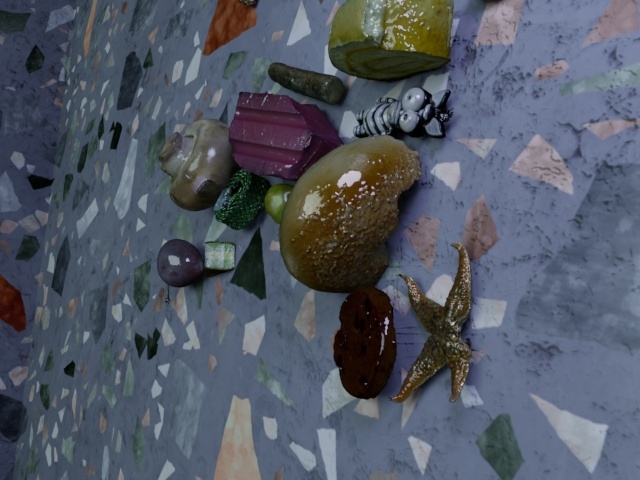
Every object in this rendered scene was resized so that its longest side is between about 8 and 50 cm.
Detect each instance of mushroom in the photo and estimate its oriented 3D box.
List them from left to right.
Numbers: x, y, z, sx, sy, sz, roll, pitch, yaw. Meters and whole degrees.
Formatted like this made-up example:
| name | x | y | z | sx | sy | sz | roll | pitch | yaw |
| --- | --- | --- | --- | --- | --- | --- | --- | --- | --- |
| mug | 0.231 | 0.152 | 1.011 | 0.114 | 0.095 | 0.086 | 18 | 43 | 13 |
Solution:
| name | x | y | z | sx | sy | sz | roll | pitch | yaw |
| --- | --- | --- | --- | --- | --- | --- | --- | --- | --- |
| mushroom | -0.302 | -0.193 | 1.439 | 0.254 | 0.184 | 0.255 | -38 | 32 | 29 |

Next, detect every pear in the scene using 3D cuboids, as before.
| name | x | y | z | sx | sy | sz | roll | pitch | yaw |
| --- | --- | --- | --- | --- | --- | --- | --- | --- | --- |
| pear | -0.075 | -0.081 | 1.216 | 0.097 | 0.092 | 0.092 | -34 | 55 | 40 |

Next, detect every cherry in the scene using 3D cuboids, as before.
| name | x | y | z | sx | sy | sz | roll | pitch | yaw |
| --- | --- | --- | --- | --- | --- | --- | --- | --- | --- |
| cherry | -0.365 | 0.091 | 1.502 | 0.148 | 0.115 | 0.188 | 8 | 96 | 18 |

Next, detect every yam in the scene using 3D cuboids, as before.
| name | x | y | z | sx | sy | sz | roll | pitch | yaw |
| --- | --- | --- | --- | --- | --- | --- | --- | --- | --- |
| yam | -0.040 | -0.353 | 1.271 | 0.274 | 0.061 | 0.061 | 35 | 106 | 50 |

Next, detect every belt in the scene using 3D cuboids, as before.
| name | x | y | z | sx | sy | sz | roll | pitch | yaw |
| --- | --- | --- | --- | --- | --- | --- | --- | --- | --- |
| belt | -0.182 | -0.091 | 1.357 | 0.151 | 0.079 | 0.121 | -51 | 35 | 12 |

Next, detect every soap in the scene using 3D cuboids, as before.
| name | x | y | z | sx | sy | sz | roll | pitch | yaw |
| --- | --- | --- | --- | --- | --- | --- | --- | --- | --- |
| soap | -0.077 | -0.215 | 1.217 | 0.289 | 0.112 | 0.182 | 17 | 97 | 45 |

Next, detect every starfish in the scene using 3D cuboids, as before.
| name | x | y | z | sx | sy | sz | roll | pitch | yaw |
| --- | --- | --- | --- | --- | --- | --- | --- | --- | --- |
| starfish | 0.179 | 0.130 | 0.892 | 0.138 | 0.050 | 0.248 | -11 | 64 | 48 |

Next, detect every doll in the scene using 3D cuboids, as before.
| name | x | y | z | sx | sy | sz | roll | pitch | yaw |
| --- | --- | --- | --- | --- | --- | --- | --- | --- | --- |
| doll | 0.140 | -0.218 | 1.018 | 0.219 | 0.067 | 0.091 | 4 | 78 | 48 |

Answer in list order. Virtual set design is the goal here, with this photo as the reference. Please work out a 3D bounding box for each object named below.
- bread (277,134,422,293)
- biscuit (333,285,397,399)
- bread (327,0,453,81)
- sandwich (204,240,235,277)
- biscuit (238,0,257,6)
| name | x | y | z | sx | sy | sz | roll | pitch | yaw |
| --- | --- | --- | --- | --- | --- | --- | --- | --- | --- |
| bread | 0.037 | -0.039 | 0.988 | 0.171 | 0.192 | 0.314 | 49 | 116 | 38 |
| biscuit | 0.076 | 0.169 | 0.967 | 0.192 | 0.049 | 0.192 | -172 | 90 | -66 |
| bread | 0.110 | -0.363 | 1.005 | 0.257 | 0.185 | 0.124 | 8 | 89 | 58 |
| sandwich | -0.255 | 0.052 | 1.449 | 0.116 | 0.074 | 0.074 | 120 | 150 | -71 |
| biscuit | -0.167 | -0.730 | 1.547 | 0.064 | 0.034 | 0.199 | 35 | 106 | 49 |
